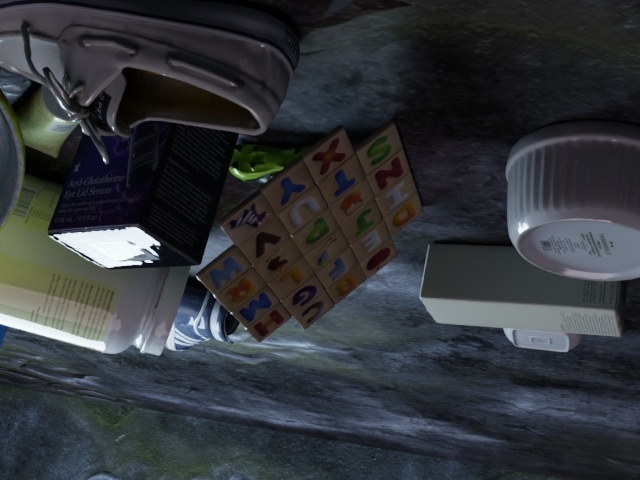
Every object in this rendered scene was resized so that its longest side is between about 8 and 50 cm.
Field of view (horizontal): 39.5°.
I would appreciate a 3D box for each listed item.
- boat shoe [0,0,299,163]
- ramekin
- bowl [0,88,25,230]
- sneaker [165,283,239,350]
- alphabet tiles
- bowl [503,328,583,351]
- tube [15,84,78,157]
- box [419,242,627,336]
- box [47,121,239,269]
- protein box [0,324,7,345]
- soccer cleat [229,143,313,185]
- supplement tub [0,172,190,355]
[{"bbox_3d":[-0.212,-0.158,0.912,0.367,0.156,0.136,10,157,11],"label":"boat shoe"},{"bbox_3d":[0.307,-0.035,0.998,0.207,0.109,0.207,11,159,4],"label":"ramekin"},{"bbox_3d":[-0.508,-0.126,1.116,0.290,0.289,0.156,19,-160,-16],"label":"bowl"},{"bbox_3d":[-0.234,0.172,1.813,0.153,0.099,0.282,13,155,3],"label":"sneaker"},{"bbox_3d":[0.000,0.000,1.101,0.011,0.285,0.342,49,175,28],"label":"alphabet tiles"},{"bbox_3d":[0.365,0.141,1.471,0.142,0.053,0.142,5,156,16],"label":"bowl"},{"bbox_3d":[-0.358,-0.154,1.153,0.240,0.062,0.070,-18,102,59],"label":"tube"},{"bbox_3d":[0.291,0.070,1.280,0.275,0.094,0.113,3,156,23],"label":"box"},{"bbox_3d":[-0.199,-0.080,1.033,0.153,0.207,0.108,-5,152,34],"label":"box"},{"bbox_3d":[-0.698,0.087,1.725,0.136,0.199,0.201,6,157,16],"label":"protein box"},{"bbox_3d":[-0.032,-0.088,1.134,0.179,0.060,0.072,11,169,22],"label":"soccer cleat"},{"bbox_3d":[-0.378,0.041,1.390,0.325,0.235,0.235,18,158,-12],"label":"supplement tub"}]
